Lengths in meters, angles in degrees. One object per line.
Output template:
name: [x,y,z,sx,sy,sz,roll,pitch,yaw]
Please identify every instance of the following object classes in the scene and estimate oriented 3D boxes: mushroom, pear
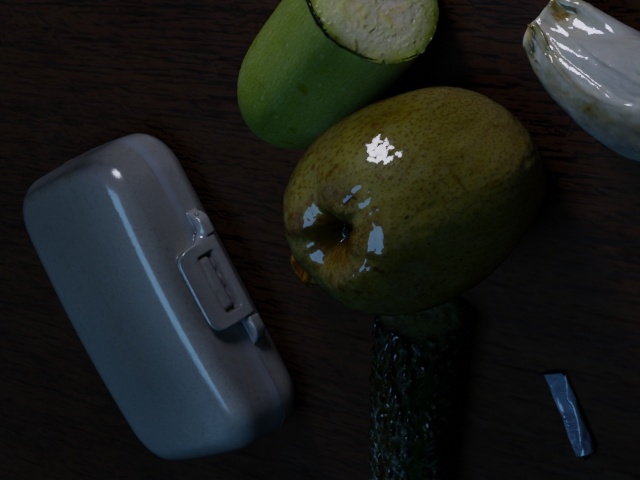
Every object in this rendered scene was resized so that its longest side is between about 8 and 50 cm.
mushroom: [0.303,-0.109,1.493,0.351,0.095,0.122,20,122,41]
pear: [0.077,-0.033,1.721,0.228,0.211,0.188,-21,103,56]

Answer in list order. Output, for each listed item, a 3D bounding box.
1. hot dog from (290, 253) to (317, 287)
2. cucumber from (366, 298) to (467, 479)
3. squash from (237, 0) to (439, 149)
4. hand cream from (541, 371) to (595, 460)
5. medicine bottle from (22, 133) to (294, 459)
hot dog: [0.000,0.000,2.002,0.049,0.037,0.122,54,142,27]
cucumber: [0.094,0.200,1.994,0.096,0.096,0.359,34,141,31]
squash: [0.000,-0.168,1.791,0.132,0.132,0.247,55,147,5]
hand cream: [0.239,0.166,1.849,0.030,0.019,0.093,-13,98,56]
medicine bottle: [-0.188,0.071,2.208,0.282,0.123,0.375,-18,100,53]
